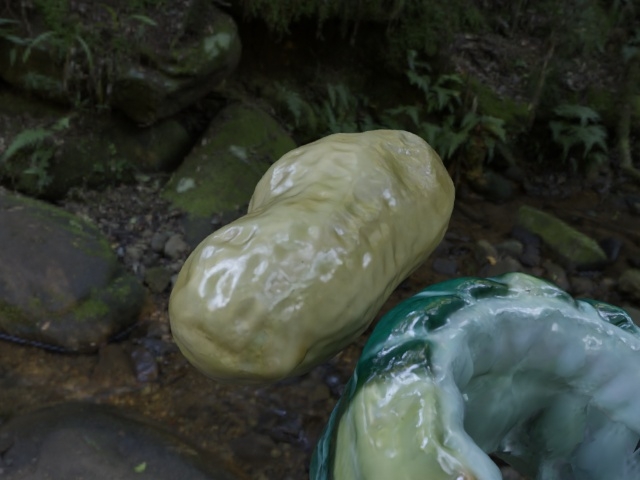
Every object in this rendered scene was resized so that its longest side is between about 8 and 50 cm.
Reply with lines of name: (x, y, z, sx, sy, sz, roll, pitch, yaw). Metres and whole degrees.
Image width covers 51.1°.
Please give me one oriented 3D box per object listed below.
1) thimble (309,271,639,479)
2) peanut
thimble: (0.139, 0.159, 0.402, 0.288, 0.167, 0.254, 24, 38, 1)
peanut: (0.000, 0.000, 0.527, 0.148, 0.147, 0.319, 22, 37, 23)
